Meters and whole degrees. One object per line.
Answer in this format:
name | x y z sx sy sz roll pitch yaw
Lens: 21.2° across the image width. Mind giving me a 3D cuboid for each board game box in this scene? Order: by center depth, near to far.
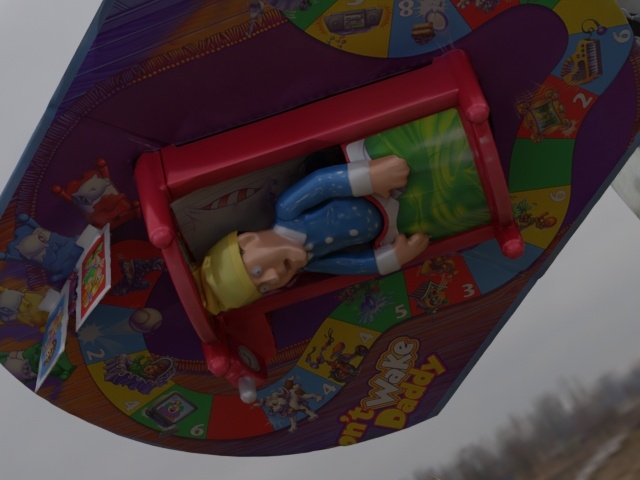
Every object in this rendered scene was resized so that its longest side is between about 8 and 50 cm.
board game box | 0.000 0.000 0.387 0.133 0.033 0.168 19 -58 -25

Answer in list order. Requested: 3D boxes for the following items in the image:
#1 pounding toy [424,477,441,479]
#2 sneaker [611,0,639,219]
pounding toy | 0.005 0.138 0.295 0.206 0.181 0.094 6 -46 2
sneaker | 0.132 -0.084 0.806 0.110 0.292 0.118 10 -54 -22
